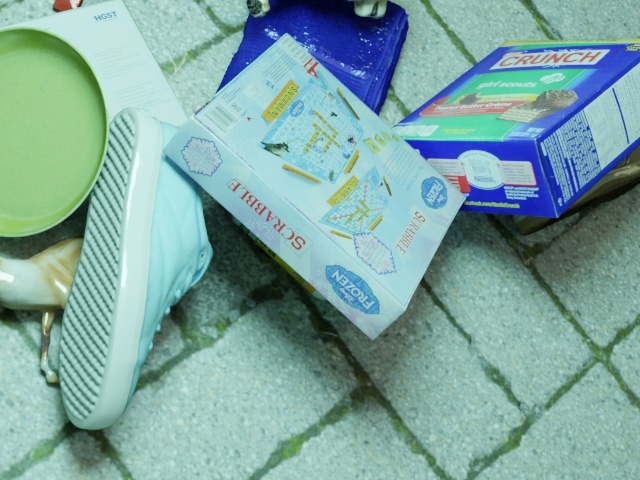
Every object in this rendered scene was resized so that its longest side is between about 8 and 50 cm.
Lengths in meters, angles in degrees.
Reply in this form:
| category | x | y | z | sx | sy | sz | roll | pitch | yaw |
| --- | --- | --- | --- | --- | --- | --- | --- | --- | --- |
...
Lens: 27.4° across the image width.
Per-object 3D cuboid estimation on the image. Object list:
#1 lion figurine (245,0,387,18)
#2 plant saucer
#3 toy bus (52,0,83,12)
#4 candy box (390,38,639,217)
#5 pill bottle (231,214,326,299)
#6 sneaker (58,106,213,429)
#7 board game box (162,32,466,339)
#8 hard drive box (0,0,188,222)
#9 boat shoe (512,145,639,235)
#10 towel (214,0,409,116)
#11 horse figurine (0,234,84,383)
| category | x | y | z | sx | sy | sz | roll | pitch | yaw |
| --- | --- | --- | --- | --- | --- | --- | --- | --- | --- |
| lion figurine | -0.077 | -0.411 | 1.759 | 0.392 | 0.142 | 0.240 | 32 | 45 | 19 |
| plant saucer | -0.341 | -0.123 | 1.505 | 0.241 | 0.241 | 0.037 | 61 | 16 | 11 |
| toy bus | -0.322 | -0.402 | 1.656 | 0.202 | 0.104 | 0.191 | -36 | 92 | -6 |
| candy box | 0.284 | -0.160 | 1.777 | 0.317 | 0.268 | 0.122 | -37 | 119 | -37 |
| pill bottle | 0.000 | 0.000 | 1.647 | 0.208 | 0.117 | 0.117 | 43 | 54 | -2 |
| sneaker | -0.185 | 0.038 | 1.466 | 0.150 | 0.135 | 0.365 | 19 | 73 | -33 |
| board game box | 0.007 | -0.077 | 1.567 | 0.318 | 0.066 | 0.318 | 42 | 31 | -3 |
| hard drive box | -0.279 | -0.163 | 1.606 | 0.181 | 0.089 | 0.232 | -21 | 77 | -33 |
| boat shoe | 0.402 | -0.116 | 1.907 | 0.341 | 0.121 | 0.110 | -22 | 78 | -32 |
| towel | -0.002 | -0.242 | 1.795 | 0.228 | 0.076 | 0.308 | 27 | 56 | -14 |
| horse figurine | -0.346 | 0.074 | 1.468 | 0.263 | 0.066 | 0.174 | -1 | 73 | -30 |
